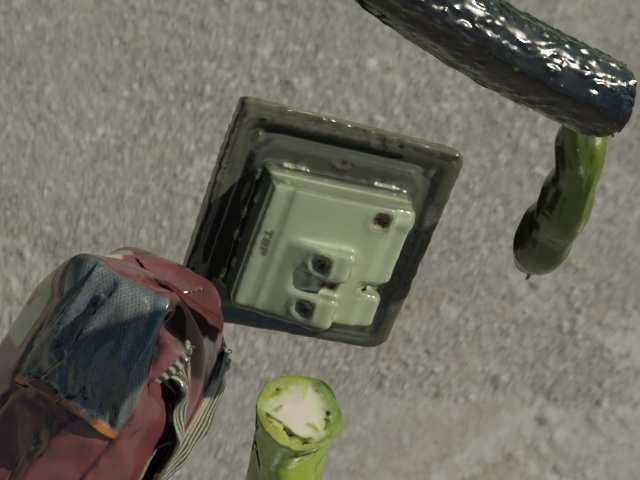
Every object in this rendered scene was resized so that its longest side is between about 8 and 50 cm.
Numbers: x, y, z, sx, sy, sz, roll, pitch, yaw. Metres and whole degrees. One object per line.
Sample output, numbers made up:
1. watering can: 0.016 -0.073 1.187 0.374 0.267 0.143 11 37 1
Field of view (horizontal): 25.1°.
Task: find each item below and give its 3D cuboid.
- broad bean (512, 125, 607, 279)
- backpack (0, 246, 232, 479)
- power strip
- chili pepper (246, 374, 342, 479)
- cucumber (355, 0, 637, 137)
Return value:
1. broad bean: 0.195 -0.031 1.169 0.046 0.254 0.065 -10 59 -12
2. backpack: -0.215 0.165 1.316 0.197 0.283 0.317 27 92 7
3. power strip: -0.001 0.000 1.475 0.251 0.257 0.092 14 27 -14
4. chili pepper: -0.014 0.148 0.664 0.050 0.202 0.052 1 32 3
5. cucumber: 0.090 -0.121 0.831 0.214 0.058 0.052 23 100 -28
